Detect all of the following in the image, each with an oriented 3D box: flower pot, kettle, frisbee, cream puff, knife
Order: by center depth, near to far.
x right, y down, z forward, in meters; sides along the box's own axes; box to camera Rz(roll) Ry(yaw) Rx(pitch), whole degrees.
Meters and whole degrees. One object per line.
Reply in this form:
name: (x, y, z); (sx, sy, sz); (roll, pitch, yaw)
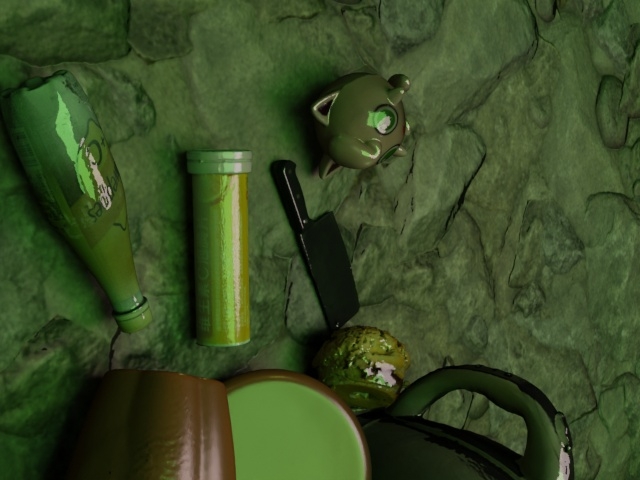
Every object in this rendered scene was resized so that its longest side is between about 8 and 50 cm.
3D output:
flower pot: (-0.169, 0.224, 0.897); (0.191, 0.191, 0.173); (22, 65, -42)
frisbee: (-0.057, 0.274, 1.024); (0.251, 0.021, 0.250); (2, 84, -16)
kettle: (0.177, 0.314, 1.107); (0.228, 0.324, 0.320); (27, 76, -41)
cream puff: (0.050, 0.159, 1.124); (0.133, 0.120, 0.104); (49, 39, -46)
knife: (0.000, 0.000, 1.133); (0.072, 0.019, 0.245); (-40, 121, -38)

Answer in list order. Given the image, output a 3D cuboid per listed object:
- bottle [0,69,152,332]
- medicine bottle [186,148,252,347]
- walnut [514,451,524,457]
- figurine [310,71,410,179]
bottle: (-0.227, -0.031, 0.874); (0.083, 0.083, 0.269); (-36, 118, -35)
medicine bottle: (-0.110, 0.007, 0.993); (0.074, 0.074, 0.218); (-7, 100, -42)
walnut: (0.270, 0.396, 1.313); (0.230, 0.178, 0.178); (21, 79, -58)
figurine: (0.050, -0.145, 1.094); (0.138, 0.125, 0.125); (-30, 113, -23)
